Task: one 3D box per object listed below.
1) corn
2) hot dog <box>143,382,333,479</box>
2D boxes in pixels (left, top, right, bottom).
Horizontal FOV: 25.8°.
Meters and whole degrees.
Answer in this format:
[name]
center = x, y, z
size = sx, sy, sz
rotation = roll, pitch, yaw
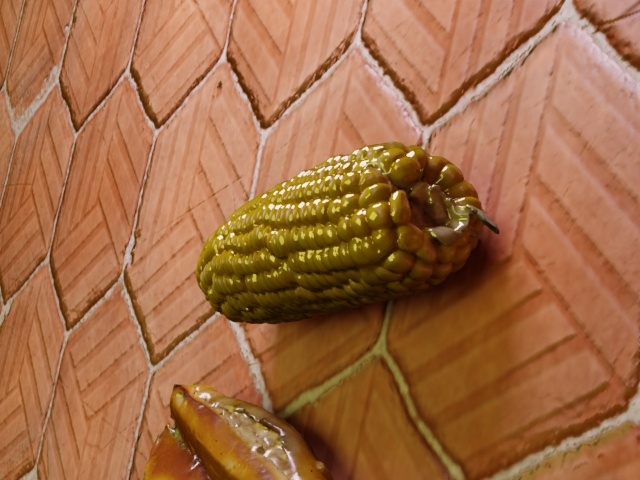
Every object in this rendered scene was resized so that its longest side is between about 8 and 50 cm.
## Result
[corn]
center = 0.000, 0.000, 0.921
size = 0.310, 0.101, 0.101
rotation = -15, 64, 59
[hot dog]
center = -0.058, 0.171, 0.976
size = 0.269, 0.072, 0.115
rotation = 34, 107, 63
